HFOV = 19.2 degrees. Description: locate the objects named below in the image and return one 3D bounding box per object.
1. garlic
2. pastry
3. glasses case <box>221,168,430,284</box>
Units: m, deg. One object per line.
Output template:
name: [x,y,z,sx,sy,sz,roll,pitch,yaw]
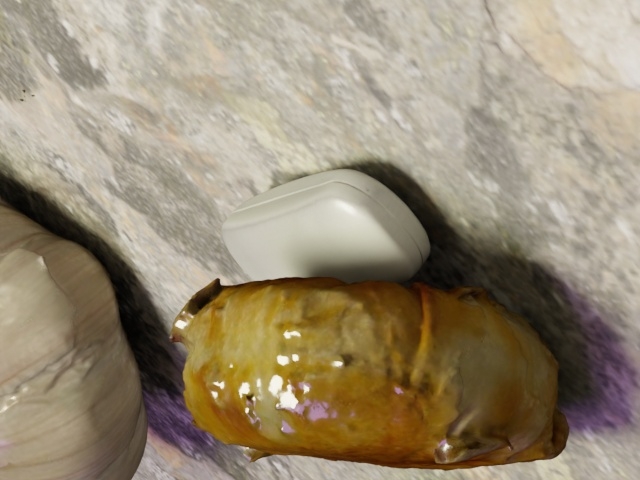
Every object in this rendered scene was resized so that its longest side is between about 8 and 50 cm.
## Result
garlic: [-0.271,0.095,1.552,0.322,0.241,0.322,20,158,8]
pastry: [0.027,0.079,1.076,0.229,0.100,0.218,5,171,-4]
glasses case: [0.000,0.000,1.130,0.074,0.049,0.193,47,158,-13]
